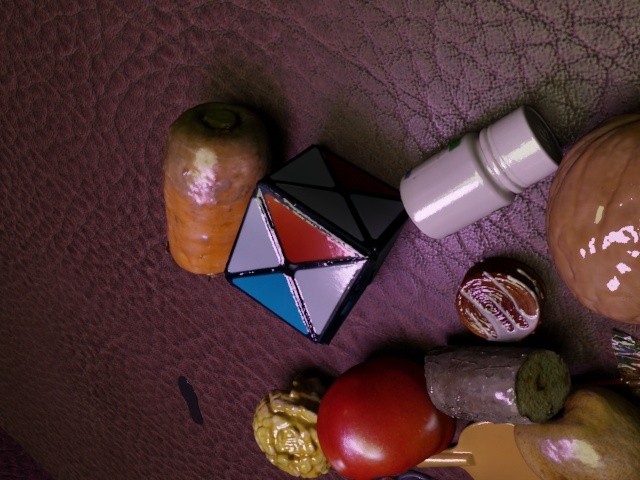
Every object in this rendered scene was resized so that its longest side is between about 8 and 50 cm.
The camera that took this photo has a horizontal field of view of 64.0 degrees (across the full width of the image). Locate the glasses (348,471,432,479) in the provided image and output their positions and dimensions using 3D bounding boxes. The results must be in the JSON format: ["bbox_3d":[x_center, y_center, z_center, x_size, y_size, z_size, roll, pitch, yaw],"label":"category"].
[{"bbox_3d":[0.192,0.701,1.299,0.234,0.118,0.268,0,113,29],"label":"glasses"}]

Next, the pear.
[{"bbox_3d":[0.478,0.372,0.918,0.211,0.188,0.228,54,136,-2],"label":"pear"}]

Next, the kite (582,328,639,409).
[{"bbox_3d":[0.576,0.256,0.919,0.189,0.009,0.232,-14,106,34],"label":"kite"}]

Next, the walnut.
[{"bbox_3d":[0.459,-0.022,0.693,0.252,0.277,0.313,36,146,58],"label":"walnut"}]

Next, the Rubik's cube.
[{"bbox_3d":[-0.001,0.000,0.982,0.250,0.248,0.246,33,126,11],"label":"Rubik's cube"}]

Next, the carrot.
[{"bbox_3d":[-0.216,-0.107,1.076,0.224,0.224,0.340,25,131,18],"label":"carrot"}]

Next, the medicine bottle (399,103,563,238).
[{"bbox_3d":[0.259,-0.110,0.844,0.237,0.139,0.139,-34,94,37],"label":"medicine bottle"}]

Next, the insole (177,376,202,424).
[{"bbox_3d":[-0.411,0.510,1.626,0.064,0.004,0.188,0,113,31],"label":"insole"}]

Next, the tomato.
[{"bbox_3d":[0.128,0.368,1.088,0.299,0.299,0.226,-26,75,37],"label":"tomato"}]

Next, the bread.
[{"bbox_3d":[0.334,0.113,0.949,0.161,0.073,0.160,13,118,24],"label":"bread"}]

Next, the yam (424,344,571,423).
[{"bbox_3d":[0.308,0.264,0.952,0.254,0.154,0.154,-12,108,55],"label":"yam"}]

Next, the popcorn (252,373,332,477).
[{"bbox_3d":[-0.047,0.443,1.255,0.259,0.259,0.212,32,112,13],"label":"popcorn"}]

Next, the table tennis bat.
[{"bbox_3d":[0.354,0.482,1.138,0.321,0.050,0.198,-13,105,31],"label":"table tennis bat"}]
